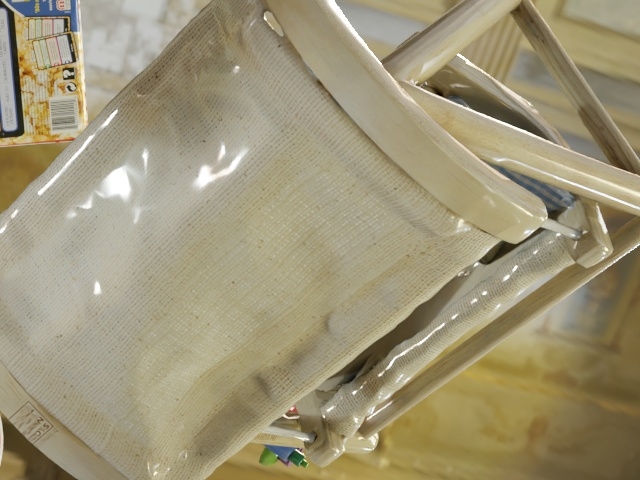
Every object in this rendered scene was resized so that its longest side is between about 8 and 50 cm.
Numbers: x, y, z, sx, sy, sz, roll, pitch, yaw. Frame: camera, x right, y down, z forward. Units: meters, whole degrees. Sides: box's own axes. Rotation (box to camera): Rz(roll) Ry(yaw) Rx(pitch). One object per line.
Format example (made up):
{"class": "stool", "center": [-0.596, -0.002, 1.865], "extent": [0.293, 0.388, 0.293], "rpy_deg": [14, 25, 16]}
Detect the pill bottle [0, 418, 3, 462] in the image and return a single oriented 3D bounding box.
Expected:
{"class": "pill bottle", "center": [-0.454, 0.189, 1.417], "extent": [0.210, 0.210, 0.363], "rpy_deg": [25, 178, 12]}

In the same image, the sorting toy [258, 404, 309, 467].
{"class": "sorting toy", "center": [-0.017, 0.172, 1.329], "extent": [0.042, 0.102, 0.061], "rpy_deg": [36, -140, 11]}

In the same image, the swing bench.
{"class": "swing bench", "center": [0.000, 0.000, 0.735], "extent": [0.254, 0.253, 0.165], "rpy_deg": [-9, -117, -56]}

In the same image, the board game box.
{"class": "board game box", "center": [-0.261, -0.134, 1.047], "extent": [0.193, 0.147, 0.045], "rpy_deg": [-6, -152, -13]}
